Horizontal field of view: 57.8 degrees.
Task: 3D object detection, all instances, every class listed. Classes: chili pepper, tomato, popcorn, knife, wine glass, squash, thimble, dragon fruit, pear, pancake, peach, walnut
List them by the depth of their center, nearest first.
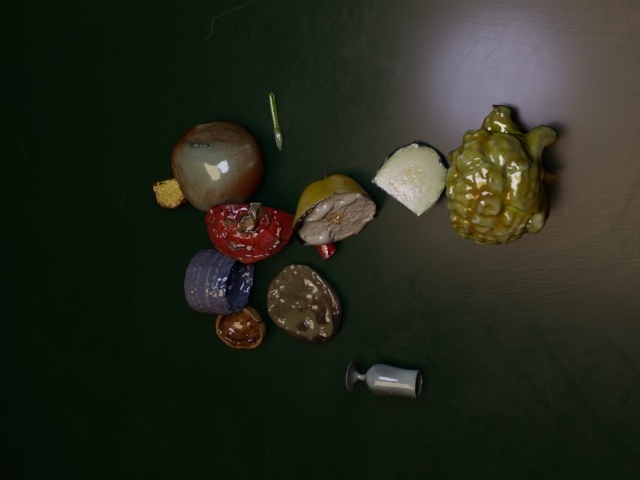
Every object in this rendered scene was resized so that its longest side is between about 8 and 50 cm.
[{"bbox_3d":[0.440,-0.151,1.468,0.274,0.279,0.336,8,121,46],"label":"popcorn"},{"bbox_3d":[0.272,-0.181,1.671,0.192,0.085,0.184,40,90,11],"label":"squash"},{"bbox_3d":[0.022,-0.113,1.766,0.267,0.267,0.178,-46,48,30],"label":"pear"},{"bbox_3d":[-0.248,-0.021,1.847,0.316,0.205,0.152,-4,68,15],"label":"dragon fruit"},{"bbox_3d":[0.205,0.447,1.854,0.231,0.103,0.103,2,105,24],"label":"wine glass"},{"bbox_3d":[0.000,0.000,1.855,0.070,0.073,0.123,-36,90,37],"label":"chili pepper"},{"bbox_3d":[-0.142,-0.380,1.858,0.026,0.022,0.184,7,110,53],"label":"knife"},{"bbox_3d":[-0.340,-0.239,1.876,0.303,0.239,0.304,10,112,26],"label":"tomato"},{"bbox_3d":[-0.052,0.217,1.960,0.294,0.049,0.295,9,108,30],"label":"pancake"},{"bbox_3d":[-0.341,0.140,1.987,0.172,0.236,0.205,2,133,22],"label":"thimble"},{"bbox_3d":[-0.513,-0.183,2.073,0.172,0.092,0.127,-37,90,19],"label":"peach"},{"bbox_3d":[-0.274,0.299,2.078,0.211,0.087,0.167,-11,105,32],"label":"walnut"}]
